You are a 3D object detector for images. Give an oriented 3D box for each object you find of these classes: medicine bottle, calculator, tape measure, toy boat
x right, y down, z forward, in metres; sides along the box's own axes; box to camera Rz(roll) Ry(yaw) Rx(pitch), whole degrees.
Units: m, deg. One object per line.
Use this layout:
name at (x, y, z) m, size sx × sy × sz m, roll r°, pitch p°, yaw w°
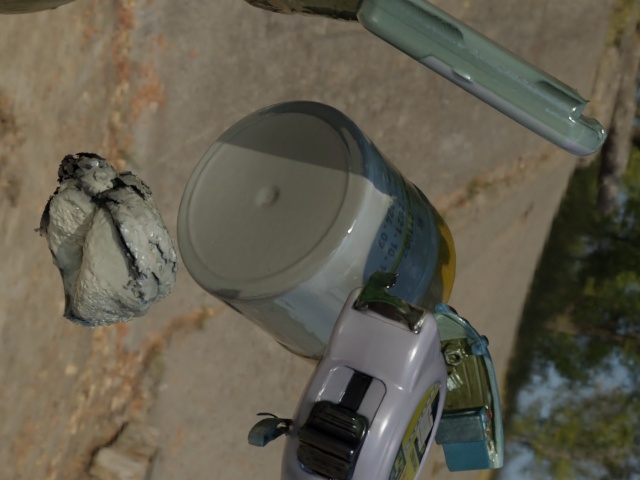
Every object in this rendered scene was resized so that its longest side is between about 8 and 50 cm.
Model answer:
medicine bottle at (0.000, 0.000, 1.212) m, size 0.232 × 0.237 × 0.238 m, roll 42°, pitch 56°, yaw -52°
calculator at (0.127, -0.147, 0.904) m, size 0.045 × 0.246 × 0.141 m, roll -58°, pitch -179°, yaw 14°
tape measure at (0.029, 0.144, 0.884) m, size 0.178 × 0.105 × 0.196 m, roll -61°, pitch 160°, yaw -26°
toy boat at (0.129, 0.138, 1.021) m, size 0.059 × 0.069 × 0.173 m, roll -30°, pitch 110°, yaw -68°

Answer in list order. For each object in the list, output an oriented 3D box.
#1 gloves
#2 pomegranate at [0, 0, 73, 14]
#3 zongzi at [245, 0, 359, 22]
gloves at (-0.139, -0.001, 0.737) m, size 0.153 × 0.070 × 0.114 m, roll -30°, pitch -103°, yaw 65°
pomegranate at (-0.185, -0.271, 0.772) m, size 0.301 × 0.236 × 0.236 m, roll -10°, pitch 117°, yaw -45°
zongzi at (0.003, -0.360, 1.175) m, size 0.356 × 0.392 × 0.174 m, roll -46°, pitch 150°, yaw -41°
